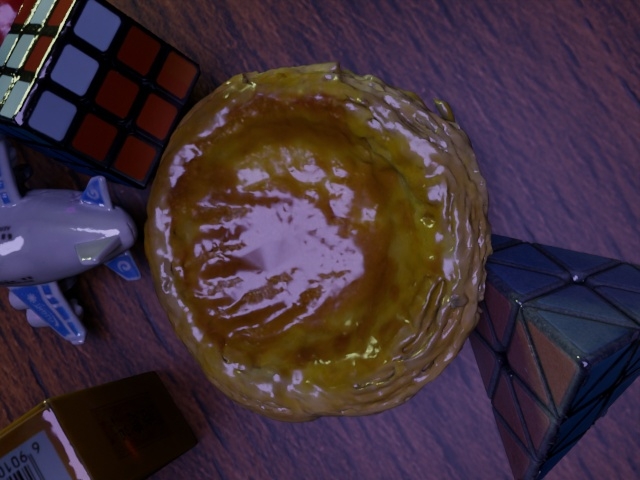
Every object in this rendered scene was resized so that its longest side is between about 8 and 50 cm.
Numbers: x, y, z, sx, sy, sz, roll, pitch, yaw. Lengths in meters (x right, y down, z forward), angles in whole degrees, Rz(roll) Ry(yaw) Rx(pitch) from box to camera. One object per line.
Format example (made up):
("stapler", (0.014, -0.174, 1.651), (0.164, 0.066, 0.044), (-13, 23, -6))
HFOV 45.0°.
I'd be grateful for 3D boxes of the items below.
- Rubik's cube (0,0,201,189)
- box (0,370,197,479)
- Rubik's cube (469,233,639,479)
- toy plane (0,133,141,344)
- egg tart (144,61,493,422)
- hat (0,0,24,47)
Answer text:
("Rubik's cube", (-0.260, -0.165, 0.853), (0.162, 0.161, 0.163), (20, 83, 48))
("box", (-0.367, 0.309, 0.849), (0.415, 0.264, 0.115), (-35, 82, 7))
("Rubik's cube", (0.245, 0.103, 0.785), (0.229, 0.228, 0.233), (-22, 39, 46))
("toy plane", (-0.324, 0.000, 0.886), (0.267, 0.122, 0.266), (10, 120, 17))
("egg tart", (0.000, 0.000, 0.827), (0.388, 0.169, 0.387), (0, 89, 18))
("hat", (-0.462, -0.211, 0.928), (0.332, 0.242, 0.274), (-29, 89, -16))
